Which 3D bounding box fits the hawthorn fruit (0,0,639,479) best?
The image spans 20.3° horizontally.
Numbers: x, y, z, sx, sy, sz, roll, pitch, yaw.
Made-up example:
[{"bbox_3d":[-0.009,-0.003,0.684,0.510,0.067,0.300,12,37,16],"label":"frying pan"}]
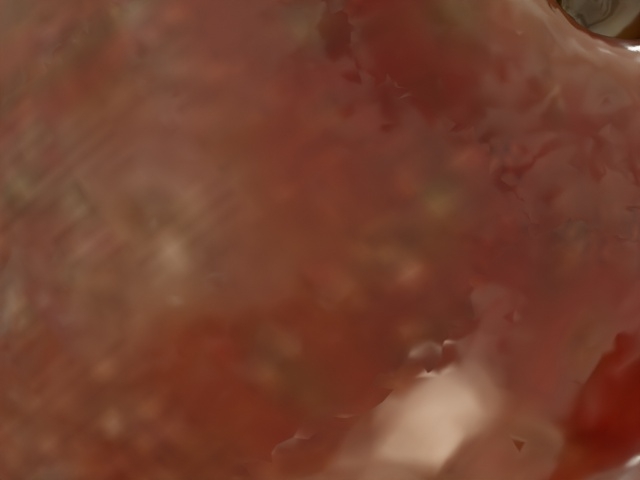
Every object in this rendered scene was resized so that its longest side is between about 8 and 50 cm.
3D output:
[{"bbox_3d":[0.000,0.000,0.500,0.284,0.284,0.284,5,-64,11],"label":"hawthorn fruit"}]
